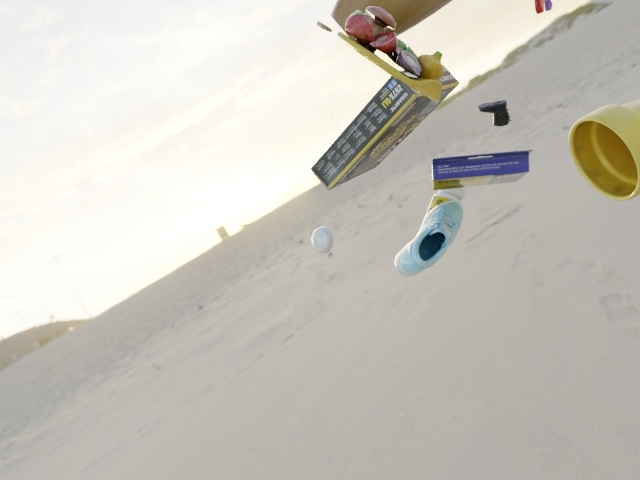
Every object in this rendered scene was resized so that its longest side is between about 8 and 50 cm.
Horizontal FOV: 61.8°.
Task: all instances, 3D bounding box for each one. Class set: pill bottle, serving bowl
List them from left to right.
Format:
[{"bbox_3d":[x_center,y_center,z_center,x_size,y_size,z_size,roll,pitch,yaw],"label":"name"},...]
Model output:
[{"bbox_3d":[0.000,0.000,1.612,0.027,0.083,0.083,-8,-16,-43],"label":"serving bowl"},{"bbox_3d":[0.467,-0.107,2.034,0.119,0.119,0.208,146,147,-84],"label":"pill bottle"}]

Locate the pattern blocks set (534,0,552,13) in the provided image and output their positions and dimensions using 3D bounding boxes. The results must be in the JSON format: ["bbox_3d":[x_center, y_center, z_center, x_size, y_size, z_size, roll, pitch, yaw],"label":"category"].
[{"bbox_3d":[0.635,-0.832,1.546,0.026,0.324,0.285,-4,21,35],"label":"pattern blocks set"}]

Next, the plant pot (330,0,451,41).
[{"bbox_3d":[0.154,-0.574,1.249,0.254,0.237,0.237,-41,-4,17],"label":"plant pot"}]

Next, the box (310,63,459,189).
[{"bbox_3d":[0.153,-0.272,1.271,0.322,0.079,0.257,-44,-6,38],"label":"box"}]

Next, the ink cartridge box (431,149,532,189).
[{"bbox_3d":[0.524,-0.229,1.781,0.304,0.072,0.307,-4,-1,12],"label":"ink cartridge box"}]

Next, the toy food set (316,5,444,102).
[{"bbox_3d":[0.099,-0.289,0.779,0.071,0.218,0.128,-56,2,19],"label":"toy food set"}]

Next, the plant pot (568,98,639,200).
[{"bbox_3d":[0.847,-0.271,1.427,0.239,0.253,0.254,-31,0,-4],"label":"plant pot"}]

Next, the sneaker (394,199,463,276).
[{"bbox_3d":[0.410,-0.016,1.834,0.366,0.135,0.150,-50,9,-26],"label":"sneaker"}]

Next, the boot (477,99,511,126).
[{"bbox_3d":[0.700,-0.507,2.154,0.121,0.099,0.045,-6,37,22],"label":"boot"}]
